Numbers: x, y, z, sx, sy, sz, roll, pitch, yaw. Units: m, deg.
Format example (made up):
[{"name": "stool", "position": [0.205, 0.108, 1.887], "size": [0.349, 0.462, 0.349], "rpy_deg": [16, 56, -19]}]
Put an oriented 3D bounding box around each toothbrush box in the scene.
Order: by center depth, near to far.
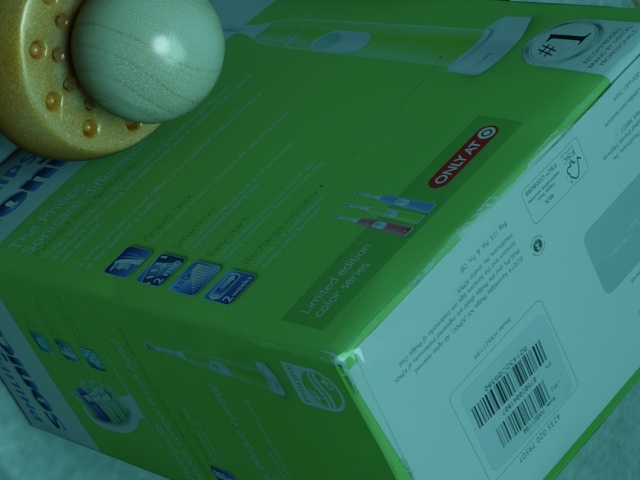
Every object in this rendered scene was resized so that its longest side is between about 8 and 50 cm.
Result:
[{"name": "toothbrush box", "position": [0.000, 0.000, 0.813], "size": [0.206, 0.283, 0.122], "rpy_deg": [-45, 126, -27]}]

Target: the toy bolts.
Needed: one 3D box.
[{"name": "toy bolts", "position": [-0.157, -0.114, 0.733], "size": [0.228, 0.158, 0.218], "rpy_deg": [-26, 115, -36]}]
